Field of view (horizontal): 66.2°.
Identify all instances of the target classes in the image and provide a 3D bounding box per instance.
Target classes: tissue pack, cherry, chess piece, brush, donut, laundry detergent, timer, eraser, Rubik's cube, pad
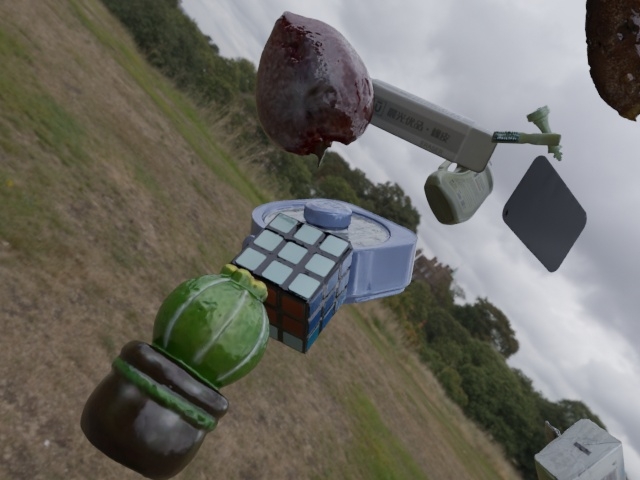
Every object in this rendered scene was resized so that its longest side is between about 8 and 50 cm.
[{"bbox_3d":[0.538,0.505,1.045,0.145,0.159,0.229,35,-30,63],"label":"tissue pack"},{"bbox_3d":[-0.016,-0.295,0.962,0.203,0.230,0.300,-40,115,-64],"label":"cherry"},{"bbox_3d":[0.591,-0.272,1.275,0.149,0.059,0.059,63,3,-5],"label":"chess piece"},{"bbox_3d":[0.265,-0.133,0.635,0.084,0.016,0.013,10,-5,27],"label":"brush"},{"bbox_3d":[0.493,-0.351,0.765,0.151,0.294,0.112,27,26,22],"label":"donut"},{"bbox_3d":[0.415,-0.167,1.418,0.091,0.253,0.181,-6,-61,59],"label":"laundry detergent"},{"bbox_3d":[0.000,0.000,1.144,0.395,0.173,0.395,7,20,-3],"label":"timer"},{"bbox_3d":[0.198,-0.254,1.033,0.352,0.089,0.061,28,33,15],"label":"eraser"},{"bbox_3d":[-0.050,0.075,0.878,0.163,0.162,0.160,23,-42,17],"label":"Rubik's cube"},{"bbox_3d":[0.726,-0.108,1.584,0.375,0.314,0.063,39,-6,-31],"label":"pad"}]

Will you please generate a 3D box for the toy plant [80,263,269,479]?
[{"bbox_3d":[-0.101,0.092,0.382,0.093,0.162,0.092,30,-21,13],"label":"toy plant"}]
